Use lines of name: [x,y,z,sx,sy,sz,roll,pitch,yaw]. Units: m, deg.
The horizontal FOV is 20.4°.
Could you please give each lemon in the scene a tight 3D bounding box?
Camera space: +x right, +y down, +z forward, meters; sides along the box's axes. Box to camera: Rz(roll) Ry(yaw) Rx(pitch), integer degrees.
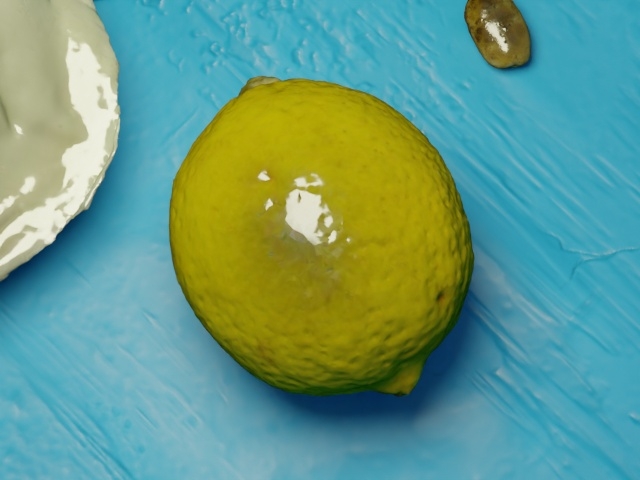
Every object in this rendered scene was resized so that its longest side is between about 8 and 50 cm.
lemon: [0.000,-0.001,1.481,0.267,0.267,0.267,0,75,1]

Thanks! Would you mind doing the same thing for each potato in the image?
potato: [0.162,-0.194,1.631,0.051,0.040,0.083,-27,75,0]

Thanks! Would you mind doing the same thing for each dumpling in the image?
dumpling: [-0.331,-0.110,1.519,0.315,0.233,0.395,21,74,8]
